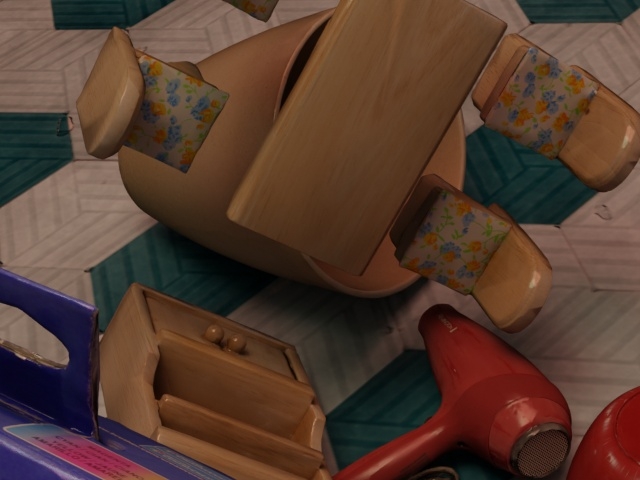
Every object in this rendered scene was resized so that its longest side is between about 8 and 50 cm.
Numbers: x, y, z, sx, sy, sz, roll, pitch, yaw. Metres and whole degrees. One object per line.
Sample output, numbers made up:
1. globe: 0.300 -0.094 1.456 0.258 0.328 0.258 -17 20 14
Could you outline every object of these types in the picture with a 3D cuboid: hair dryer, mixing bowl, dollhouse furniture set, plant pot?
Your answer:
1. hair dryer: 0.082 0.152 1.178 0.224 0.080 0.293 3 40 20
2. mixing bowl: 0.257 0.167 1.097 0.182 0.098 0.181 -9 38 7
3. dollhouse furniture set: 0.000 0.000 1.098 0.362 0.394 0.256 24 16 -22
4. plant pot: -0.051 -0.082 1.402 0.274 0.256 0.256 2 38 43

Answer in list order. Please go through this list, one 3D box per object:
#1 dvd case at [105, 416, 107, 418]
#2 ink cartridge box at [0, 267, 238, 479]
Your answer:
1. dvd case: -0.193 0.230 1.208 0.165 0.018 0.221 -15 39 -2
2. ink cartridge box: -0.204 0.206 0.776 0.270 0.151 0.395 21 89 22
